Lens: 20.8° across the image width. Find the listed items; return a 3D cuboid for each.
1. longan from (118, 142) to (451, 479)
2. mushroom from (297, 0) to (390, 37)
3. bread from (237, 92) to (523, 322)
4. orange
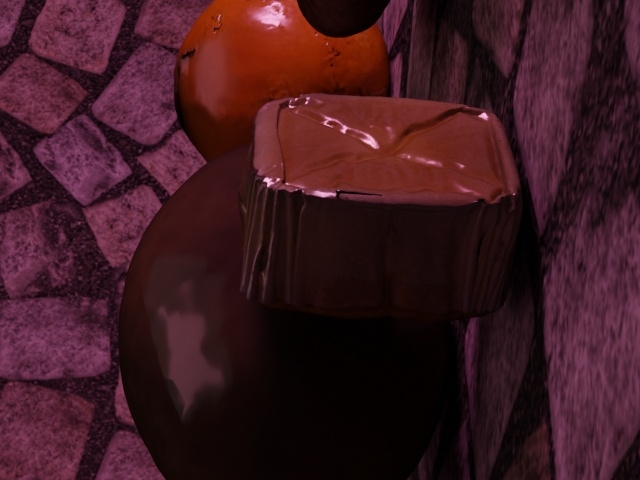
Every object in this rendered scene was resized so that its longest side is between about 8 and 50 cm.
[{"bbox_3d":[-0.026,0.080,1.392,0.288,0.288,0.350,100,169,-46],"label":"longan"},{"bbox_3d":[0.045,-0.322,1.622,0.278,0.146,0.278,-168,90,-86],"label":"mushroom"},{"bbox_3d":[0.038,-0.021,1.199,0.210,0.192,0.109,-99,13,-66],"label":"bread"},{"bbox_3d":[-0.043,-0.177,1.933,0.246,0.246,0.246,-175,90,-84],"label":"orange"}]
